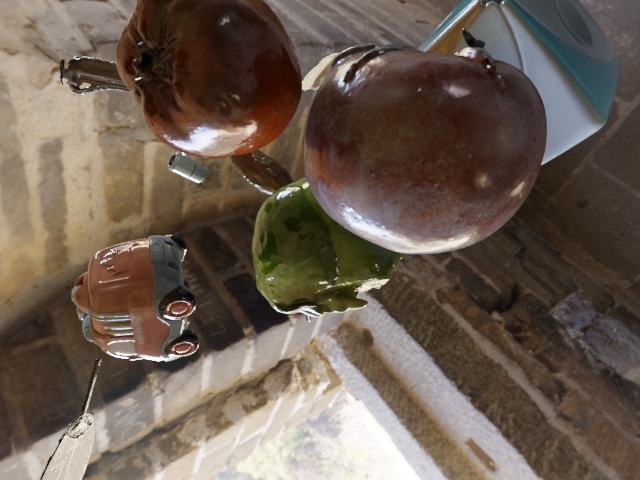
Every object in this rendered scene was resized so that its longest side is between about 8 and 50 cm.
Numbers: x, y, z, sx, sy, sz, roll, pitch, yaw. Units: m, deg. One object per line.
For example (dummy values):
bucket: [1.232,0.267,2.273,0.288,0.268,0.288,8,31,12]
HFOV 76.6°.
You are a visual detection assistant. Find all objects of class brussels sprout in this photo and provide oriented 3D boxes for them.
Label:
brussels sprout: [0.000,0.000,0.953,0.371,0.276,0.315,-36,103,26]

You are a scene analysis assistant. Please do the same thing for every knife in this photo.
knife: [-0.444,-0.370,0.955,0.364,0.043,0.089,12,123,9]

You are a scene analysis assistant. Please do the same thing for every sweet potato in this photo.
sweet potato: [-0.218,-0.246,1.192,0.385,0.109,0.109,43,138,13]

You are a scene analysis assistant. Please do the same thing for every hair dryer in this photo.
hair dryer: [-0.340,-0.204,1.009,0.047,0.082,0.137,-48,46,16]

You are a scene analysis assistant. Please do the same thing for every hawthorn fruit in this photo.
hawthorn fruit: [-0.118,-0.219,0.534,0.210,0.262,0.211,8,109,24]

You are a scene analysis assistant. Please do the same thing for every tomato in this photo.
tomato: [0.134,-0.132,0.557,0.316,0.316,0.283,30,122,44]

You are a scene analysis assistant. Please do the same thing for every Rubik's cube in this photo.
Rubik's cube: [0.392,-0.359,0.907,0.352,0.352,0.347,45,143,-9]

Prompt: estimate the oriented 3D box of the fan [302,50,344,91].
fan: [0.029,-0.374,0.888,0.009,0.132,0.220,44,170,-34]

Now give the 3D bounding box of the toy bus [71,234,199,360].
toy bus: [-0.384,0.132,0.858,0.194,0.231,0.288,-120,33,-41]

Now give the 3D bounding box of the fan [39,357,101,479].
fan: [-0.496,0.415,0.792,0.223,0.012,0.295,-97,19,-76]
